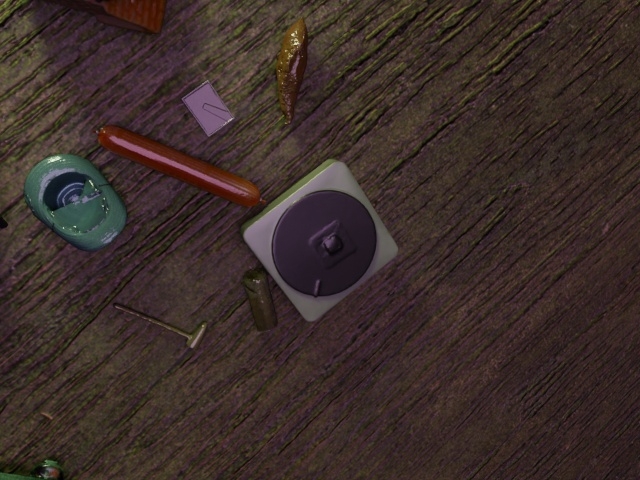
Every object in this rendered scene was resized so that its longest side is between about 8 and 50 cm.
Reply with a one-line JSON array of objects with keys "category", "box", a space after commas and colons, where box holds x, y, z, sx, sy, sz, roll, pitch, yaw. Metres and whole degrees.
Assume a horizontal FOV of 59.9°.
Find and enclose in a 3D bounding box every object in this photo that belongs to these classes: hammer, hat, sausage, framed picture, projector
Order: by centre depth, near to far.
[{"category": "hat", "box": [-0.441, -0.064, 1.016, 0.138, 0.078, 0.191, -43, 94, -14]}, {"category": "sausage", "box": [-0.261, -0.140, 1.068, 0.347, 0.053, 0.053, 22, 95, -22]}, {"category": "framed picture", "box": [-0.218, -0.256, 1.080, 0.066, 0.006, 0.089, -38, 112, -7]}, {"category": "hammer", "box": [-0.326, 0.161, 1.135, 0.195, 0.028, 0.060, 28, 87, -21]}, {"category": "projector", "box": [0.000, 0.000, 1.177, 0.259, 0.079, 0.257, -38, 111, -7]}]

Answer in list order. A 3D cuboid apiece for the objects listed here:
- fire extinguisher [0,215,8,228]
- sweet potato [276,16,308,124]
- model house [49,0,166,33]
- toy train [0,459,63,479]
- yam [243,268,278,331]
[{"category": "fire extinguisher", "box": [-0.616, -0.127, 0.926, 0.141, 0.105, 0.342, -10, 107, -35]}, {"category": "sweet potato", "box": [-0.058, -0.330, 1.087, 0.059, 0.068, 0.206, 8, 107, 4]}, {"category": "model house", "box": [-0.343, -0.468, 0.869, 0.237, 0.237, 0.203, 10, 93, -25]}, {"category": "toy train", "box": [-0.636, 0.515, 1.077, 0.285, 0.116, 0.177, 19, 109, -23]}, {"category": "yam", "box": [-0.126, 0.129, 1.179, 0.054, 0.054, 0.133, -17, 110, -14]}]
